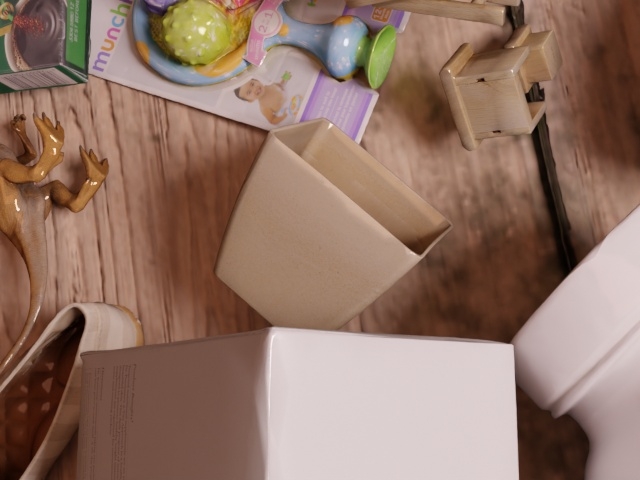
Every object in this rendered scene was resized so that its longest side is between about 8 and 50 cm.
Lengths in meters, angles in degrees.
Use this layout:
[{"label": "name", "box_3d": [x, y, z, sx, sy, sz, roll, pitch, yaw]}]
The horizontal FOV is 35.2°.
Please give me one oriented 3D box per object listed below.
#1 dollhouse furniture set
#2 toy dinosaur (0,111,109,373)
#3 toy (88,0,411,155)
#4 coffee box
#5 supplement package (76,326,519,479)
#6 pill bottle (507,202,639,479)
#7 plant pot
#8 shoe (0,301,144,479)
[{"label": "dollhouse furniture set", "box_3d": [0.097, -0.171, 0.649, 0.101, 0.182, 0.161, -3, 122, 35]}, {"label": "toy dinosaur", "box_3d": [-0.199, -0.020, 0.686, 0.112, 0.064, 0.212, -38, 63, 15]}, {"label": "toy", "box_3d": [-0.064, -0.158, 0.678, 0.237, 0.056, 0.137, 20, 83, 15]}, {"label": "coffee box", "box_3d": [-0.249, -0.158, 0.714, 0.184, 0.040, 0.113, -2, 80, 20]}, {"label": "supplement package", "box_3d": [-0.020, 0.149, 0.514, 0.203, 0.149, 0.194, -14, 73, 53]}, {"label": "pill bottle", "box_3d": [0.255, 0.127, 0.488, 0.188, 0.188, 0.334, -45, 73, 1]}, {"label": "plant pot", "box_3d": [0.000, 0.000, 0.606, 0.109, 0.109, 0.096, 41, 109, 6]}, {"label": "shoe", "box_3d": [-0.202, 0.126, 0.650, 0.076, 0.058, 0.219, 37, 88, 16]}]
